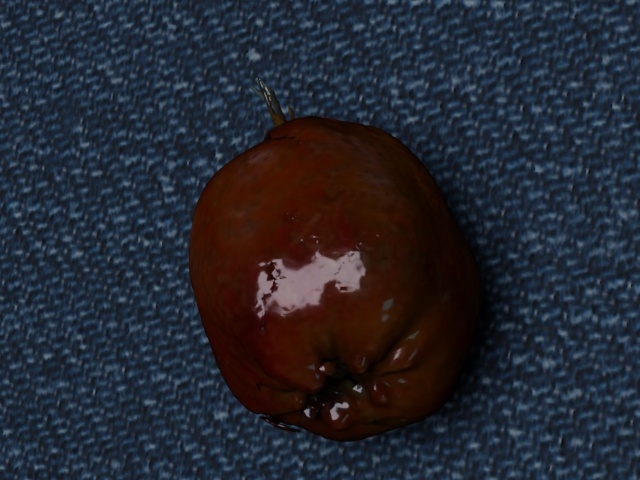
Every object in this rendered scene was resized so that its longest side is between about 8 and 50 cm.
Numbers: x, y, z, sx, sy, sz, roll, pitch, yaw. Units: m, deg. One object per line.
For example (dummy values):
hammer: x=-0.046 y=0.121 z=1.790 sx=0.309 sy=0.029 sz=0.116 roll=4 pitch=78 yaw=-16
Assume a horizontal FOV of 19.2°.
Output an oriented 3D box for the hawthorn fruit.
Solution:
hawthorn fruit: x=0.000 y=0.000 z=1.406 sx=0.211 sy=0.211 sz=0.299 roll=-29 pitch=58 yaw=20
